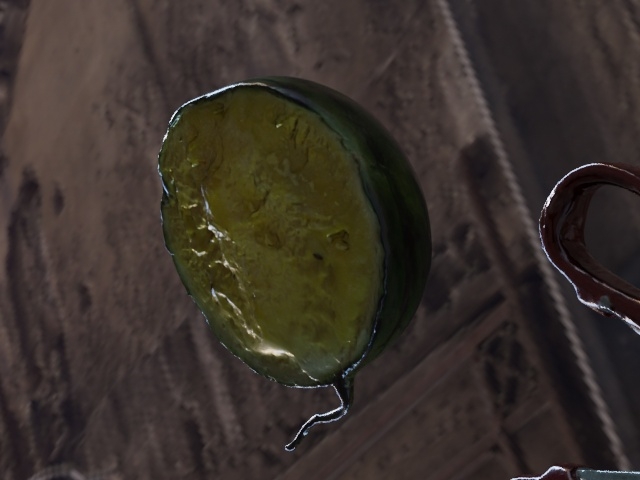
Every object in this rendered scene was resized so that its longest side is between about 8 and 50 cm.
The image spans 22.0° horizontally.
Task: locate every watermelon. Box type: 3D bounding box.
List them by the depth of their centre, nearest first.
[{"bbox_3d":[-0.003,-0.007,1.116,0.127,0.204,0.232,-24,-104,-45],"label":"watermelon"}]

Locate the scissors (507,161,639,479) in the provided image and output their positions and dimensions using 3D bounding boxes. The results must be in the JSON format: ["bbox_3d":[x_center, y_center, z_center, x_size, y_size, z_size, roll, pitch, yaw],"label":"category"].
[{"bbox_3d":[0.131,0.065,0.442,0.017,0.248,0.144,4,-81,-31],"label":"scissors"}]
